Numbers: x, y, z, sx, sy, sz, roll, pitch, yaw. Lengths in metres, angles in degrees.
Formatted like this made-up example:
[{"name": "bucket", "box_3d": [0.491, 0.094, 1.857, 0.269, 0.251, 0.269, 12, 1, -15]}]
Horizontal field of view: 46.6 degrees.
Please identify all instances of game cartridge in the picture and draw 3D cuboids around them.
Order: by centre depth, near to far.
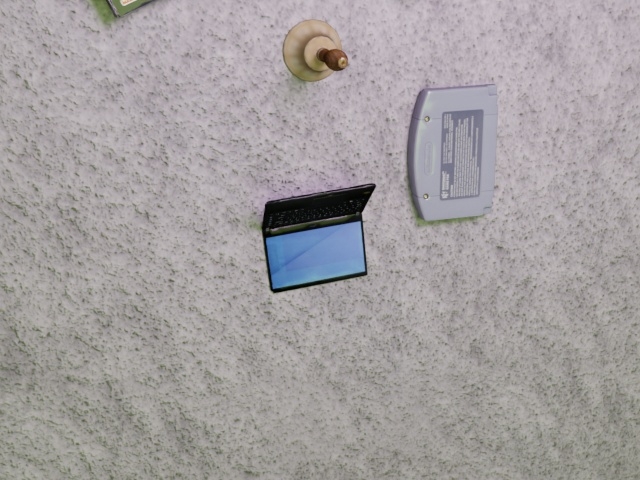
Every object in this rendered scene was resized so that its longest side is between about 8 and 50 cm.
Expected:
[{"name": "game cartridge", "box_3d": [0.294, -0.195, 1.660, 0.198, 0.062, 0.297, -4, 110, -8]}]

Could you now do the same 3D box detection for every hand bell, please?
[{"name": "hand bell", "box_3d": [0.010, -0.354, 1.429, 0.126, 0.242, 0.126, -4, 110, -12]}]

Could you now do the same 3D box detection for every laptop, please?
[{"name": "laptop", "box_3d": [0.000, 0.000, 1.607, 0.234, 0.264, 0.136, -11, 74, -11]}]

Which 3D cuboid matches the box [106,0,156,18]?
[{"name": "box", "box_3d": [-0.312, -0.603, 1.357, 0.295, 0.073, 0.293, -26, 112, -3]}]
